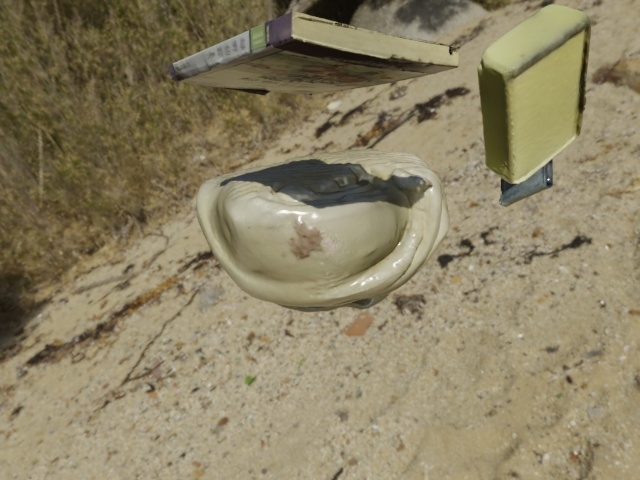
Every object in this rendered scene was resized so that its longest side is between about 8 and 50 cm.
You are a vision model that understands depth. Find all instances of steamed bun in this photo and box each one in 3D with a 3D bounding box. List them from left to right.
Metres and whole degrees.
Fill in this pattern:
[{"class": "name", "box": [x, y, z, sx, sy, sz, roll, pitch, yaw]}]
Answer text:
[{"class": "steamed bun", "box": [0.009, -0.002, 0.793, 0.310, 0.219, 0.324, -14, 19, -24]}]

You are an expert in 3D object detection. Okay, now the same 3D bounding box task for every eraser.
[{"class": "eraser", "box": [0.238, -0.159, 0.649, 0.117, 0.172, 0.058, -36, 50, -9]}]

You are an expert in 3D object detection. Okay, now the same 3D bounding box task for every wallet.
[{"class": "wallet", "box": [0.501, -0.205, 1.406, 0.167, 0.036, 0.222, 147, 133, -63]}]

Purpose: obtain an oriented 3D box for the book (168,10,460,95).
[{"class": "book", "box": [-0.018, -0.150, 0.506, 0.157, 0.026, 0.231, -4, 8, -34]}]
